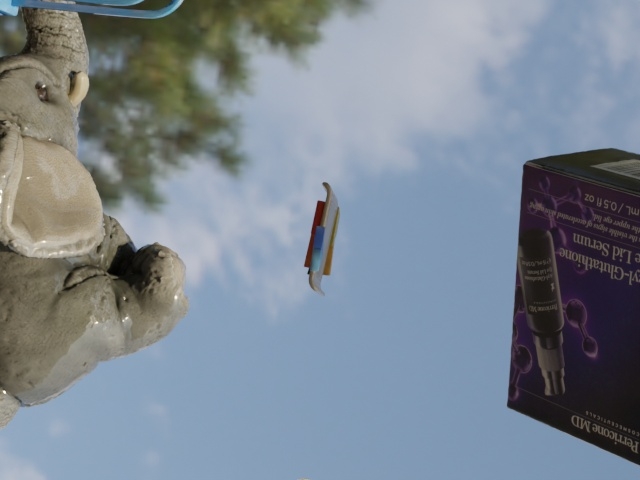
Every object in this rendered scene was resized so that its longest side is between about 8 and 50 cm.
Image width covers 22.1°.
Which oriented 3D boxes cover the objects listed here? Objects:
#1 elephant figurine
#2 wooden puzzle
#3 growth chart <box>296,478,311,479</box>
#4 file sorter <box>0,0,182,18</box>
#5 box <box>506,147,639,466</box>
[{"bbox_3d":[-0.195,-0.032,1.018,0.186,0.169,0.239,-102,169,-66],"label":"elephant figurine"},{"bbox_3d":[0.000,0.000,1.100,0.014,0.116,0.078,7,-101,4],"label":"wooden puzzle"},{"bbox_3d":[-0.066,0.233,1.163,0.021,0.237,0.172,52,-50,45],"label":"growth chart"},{"bbox_3d":[-0.127,-0.169,0.735,0.104,0.170,0.118,7,-90,13],"label":"file sorter"},{"bbox_3d":[0.235,0.047,1.235,0.153,0.108,0.207,19,-67,49],"label":"box"}]
